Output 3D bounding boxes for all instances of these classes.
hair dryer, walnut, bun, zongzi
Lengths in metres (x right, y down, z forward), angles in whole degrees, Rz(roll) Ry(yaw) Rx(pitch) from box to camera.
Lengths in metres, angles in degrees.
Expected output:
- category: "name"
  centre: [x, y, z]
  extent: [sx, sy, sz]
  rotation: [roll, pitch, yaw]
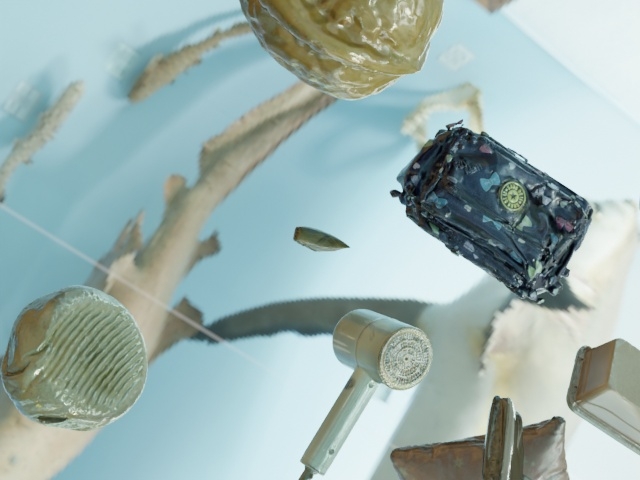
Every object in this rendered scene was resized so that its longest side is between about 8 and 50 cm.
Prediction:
- category: "hair dryer"
  centre: [0.030, 0.282, 1.837]
  extent: [0.357, 0.107, 0.173]
  rotation: [-57, -154, -10]
- category: "walnut"
  centre: [0.027, -0.291, 1.335]
  extent: [0.224, 0.257, 0.257]
  rotation: [-50, -160, 34]
- category: "bun"
  centre: [-0.290, 0.141, 1.276]
  extent: [0.113, 0.173, 0.166]
  rotation: [-26, -101, 38]
- category: "zongzi"
  centre: [0.000, 0.000, 2.003]
  extent: [0.083, 0.076, 0.040]
  rotation: [12, -98, 49]

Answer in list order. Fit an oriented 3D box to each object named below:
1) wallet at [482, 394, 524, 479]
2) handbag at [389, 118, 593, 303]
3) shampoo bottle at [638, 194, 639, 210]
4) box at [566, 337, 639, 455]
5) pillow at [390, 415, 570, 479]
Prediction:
- category: "wallet"
  centre: [0.204, 0.248, 1.246]
  extent: [0.039, 0.152, 0.118]
  rotation: [1, -123, 20]
- category: "handbag"
  centre: [0.228, -0.037, 1.464]
  extent: [0.162, 0.260, 0.113]
  rotation: [-56, -174, -7]
- category: "shampoo bottle"
  centre: [0.511, -0.077, 1.565]
  extent: [0.153, 0.071, 0.284]
  rotation: [-33, 157, -11]
- category: "box"
  centre: [0.336, 0.167, 1.214]
  extent: [0.062, 0.122, 0.089]
  rotation: [-41, -161, 49]
- category: "pillow"
  centre: [0.222, 0.339, 1.407]
  extent: [0.223, 0.236, 0.084]
  rotation: [-14, -160, 12]
